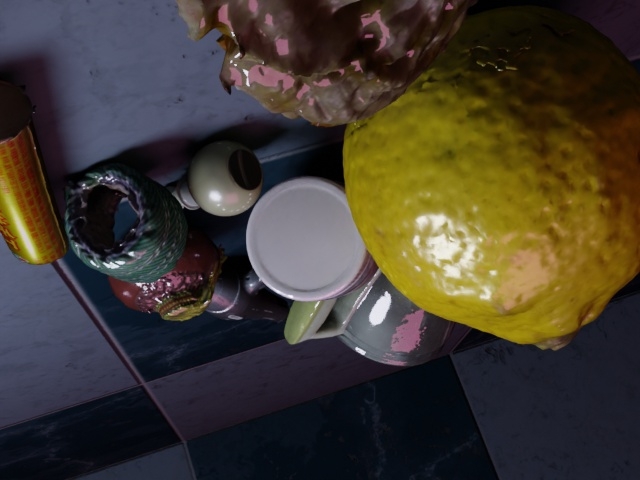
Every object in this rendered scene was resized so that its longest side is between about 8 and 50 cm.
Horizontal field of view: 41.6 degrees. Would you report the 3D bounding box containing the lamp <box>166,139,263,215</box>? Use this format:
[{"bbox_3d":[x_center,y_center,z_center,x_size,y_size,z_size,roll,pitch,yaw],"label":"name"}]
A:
[{"bbox_3d":[-0.144,-0.065,1.032,0.163,0.090,0.091,-16,168,42],"label":"lamp"}]

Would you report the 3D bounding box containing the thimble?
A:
[{"bbox_3d":[-0.225,-0.020,0.973,0.119,0.135,0.090,-30,158,6],"label":"thimble"}]

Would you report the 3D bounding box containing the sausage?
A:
[{"bbox_3d":[-0.323,-0.048,0.902,0.082,0.082,0.371,-14,161,-16],"label":"sausage"}]

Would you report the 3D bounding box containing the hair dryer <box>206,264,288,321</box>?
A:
[{"bbox_3d":[-0.057,0.063,1.407,0.272,0.091,0.236,-26,153,24],"label":"hair dryer"}]

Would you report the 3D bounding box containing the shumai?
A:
[{"bbox_3d":[0.051,-0.229,0.547,0.283,0.217,0.346,-26,158,19],"label":"shumai"}]

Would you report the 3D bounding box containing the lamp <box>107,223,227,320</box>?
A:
[{"bbox_3d":[-0.215,0.049,1.175,0.157,0.134,0.156,-22,161,13],"label":"lamp"}]

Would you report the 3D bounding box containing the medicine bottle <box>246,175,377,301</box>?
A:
[{"bbox_3d":[0.000,0.000,1.124,0.165,0.165,0.273,-23,177,8],"label":"medicine bottle"}]

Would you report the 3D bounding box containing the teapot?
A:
[{"bbox_3d":[0.102,0.053,1.436,0.322,0.239,0.239,8,127,-17],"label":"teapot"}]

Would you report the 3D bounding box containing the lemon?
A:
[{"bbox_3d":[0.204,-0.067,0.924,0.350,0.387,0.350,-25,180,0],"label":"lemon"}]
